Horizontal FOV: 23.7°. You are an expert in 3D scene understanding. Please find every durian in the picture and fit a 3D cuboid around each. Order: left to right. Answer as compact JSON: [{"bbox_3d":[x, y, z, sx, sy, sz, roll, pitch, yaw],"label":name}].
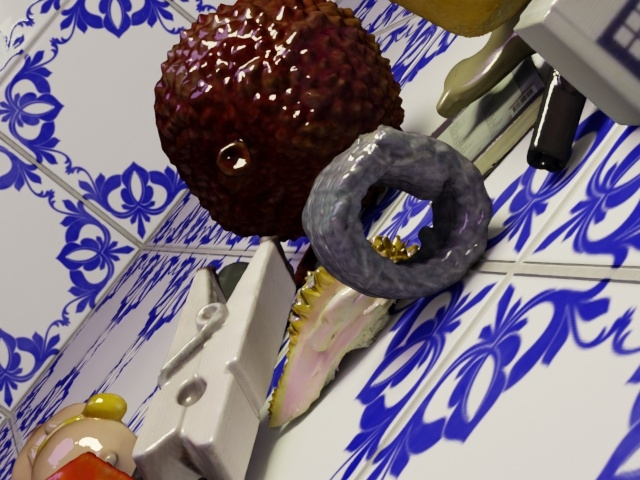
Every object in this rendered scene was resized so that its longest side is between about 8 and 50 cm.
[{"bbox_3d":[0.001,0.076,1.420,0.224,0.078,0.140,-54,12,4],"label":"durian"}]

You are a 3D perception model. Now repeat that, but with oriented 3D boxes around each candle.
[{"bbox_3d":[0.001,0.000,1.847,0.026,0.021,0.167,110,-174,-48],"label":"candle"}]

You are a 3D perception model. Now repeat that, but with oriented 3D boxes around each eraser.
[{"bbox_3d":[0.283,-0.231,1.164,0.279,0.124,0.081,-52,10,-6],"label":"eraser"}]

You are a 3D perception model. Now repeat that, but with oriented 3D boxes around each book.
[{"bbox_3d":[0.166,-0.116,1.546,0.157,0.026,0.231,-45,12,14],"label":"book"}]

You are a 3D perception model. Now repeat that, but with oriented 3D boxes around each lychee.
[{"bbox_3d":[-0.042,-0.148,1.783,0.306,0.306,0.330,-42,7,40],"label":"lychee"}]

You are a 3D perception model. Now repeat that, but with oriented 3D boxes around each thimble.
[{"bbox_3d":[0.066,-0.021,1.300,0.150,0.150,0.098,-53,10,-10],"label":"thimble"}]

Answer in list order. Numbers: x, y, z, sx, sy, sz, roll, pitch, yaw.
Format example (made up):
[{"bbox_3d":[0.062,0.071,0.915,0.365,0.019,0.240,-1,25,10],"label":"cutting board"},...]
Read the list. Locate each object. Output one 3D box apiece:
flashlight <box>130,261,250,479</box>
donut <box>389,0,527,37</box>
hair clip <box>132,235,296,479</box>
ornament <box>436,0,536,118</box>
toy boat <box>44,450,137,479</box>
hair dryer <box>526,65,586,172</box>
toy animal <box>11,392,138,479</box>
[{"bbox_3d":[-0.108,0.156,1.588,0.103,0.103,0.424,-46,13,26],"label":"flashlight"},{"bbox_3d":[0.177,-0.302,1.389,0.277,0.108,0.277,-49,-8,-10],"label":"donut"},{"bbox_3d":[-0.099,0.117,1.457,0.101,0.085,0.331,-12,27,16],"label":"hair clip"},{"bbox_3d":[0.224,-0.228,1.518,0.245,0.061,0.230,-53,16,-26],"label":"ornament"},{"bbox_3d":[-0.163,0.292,1.269,0.145,0.133,0.332,-36,19,-15],"label":"toy boat"},{"bbox_3d":[0.224,-0.172,1.281,0.197,0.089,0.251,89,-163,-73],"label":"hair dryer"},{"bbox_3d":[-0.273,0.265,1.773,0.165,0.149,0.248,-40,1,-12],"label":"toy animal"}]
